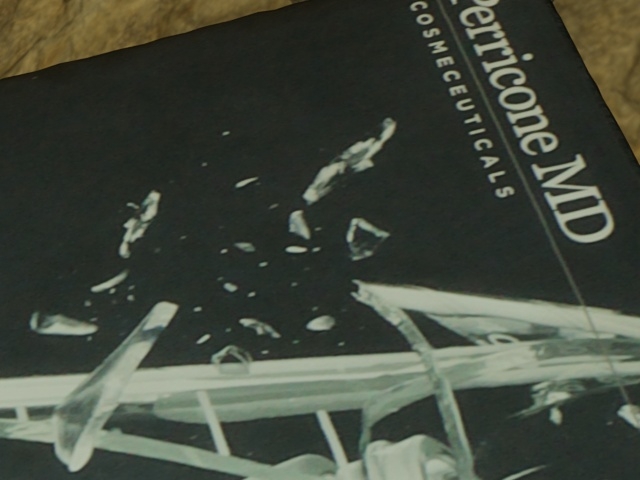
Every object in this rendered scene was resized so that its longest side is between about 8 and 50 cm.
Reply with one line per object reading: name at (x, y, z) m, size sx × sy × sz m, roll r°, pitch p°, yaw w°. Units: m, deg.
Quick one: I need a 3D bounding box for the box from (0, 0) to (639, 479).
box at (-0.062, 0.184, 0.753) m, size 0.472 × 0.297 × 0.480 m, roll -15°, pitch 48°, yaw -6°

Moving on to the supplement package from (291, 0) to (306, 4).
supplement package at (0.039, -0.236, 1.288) m, size 0.149 × 0.203 × 0.194 m, roll -51°, pitch 43°, yaw -8°
